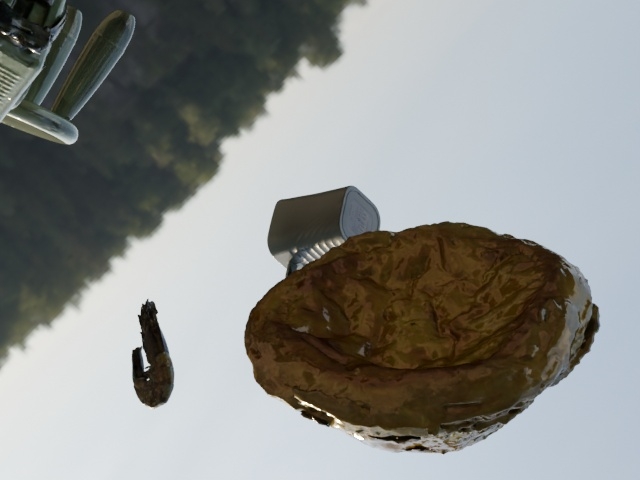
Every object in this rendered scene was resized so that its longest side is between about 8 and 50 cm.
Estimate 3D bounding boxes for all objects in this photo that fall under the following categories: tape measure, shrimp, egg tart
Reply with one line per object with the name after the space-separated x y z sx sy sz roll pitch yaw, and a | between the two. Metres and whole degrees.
-0.346 -0.230 1.253 0.235 0.115 0.207 -35 -149 44 | tape measure
-0.247 0.162 1.599 0.091 0.034 0.161 -32 -121 35 | shrimp
0.099 0.098 1.067 0.341 0.129 0.341 -12 -152 7 | egg tart

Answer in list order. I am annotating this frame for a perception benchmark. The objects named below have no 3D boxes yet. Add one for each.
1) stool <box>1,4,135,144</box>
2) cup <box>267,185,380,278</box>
-0.388 -0.252 1.506 0.195 0.195 0.199 18 -93 46 | stool
0.000 0.000 1.520 0.129 0.095 0.128 -14 -130 37 | cup
